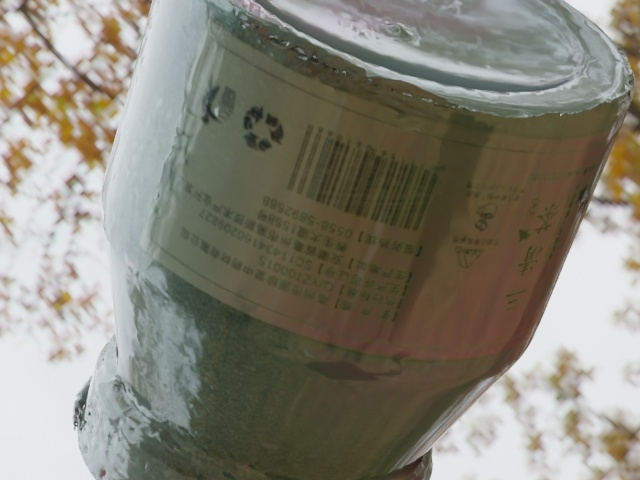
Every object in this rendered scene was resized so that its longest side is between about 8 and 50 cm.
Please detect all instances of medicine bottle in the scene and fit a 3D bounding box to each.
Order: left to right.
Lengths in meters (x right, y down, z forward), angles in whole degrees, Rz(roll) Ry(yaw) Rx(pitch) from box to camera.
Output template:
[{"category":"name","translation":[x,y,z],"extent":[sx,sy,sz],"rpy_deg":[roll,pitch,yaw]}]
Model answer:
[{"category":"medicine bottle","translation":[0.000,0.000,1.022],"extent":[0.245,0.245,0.290],"rpy_deg":[1,-58,-33]}]
